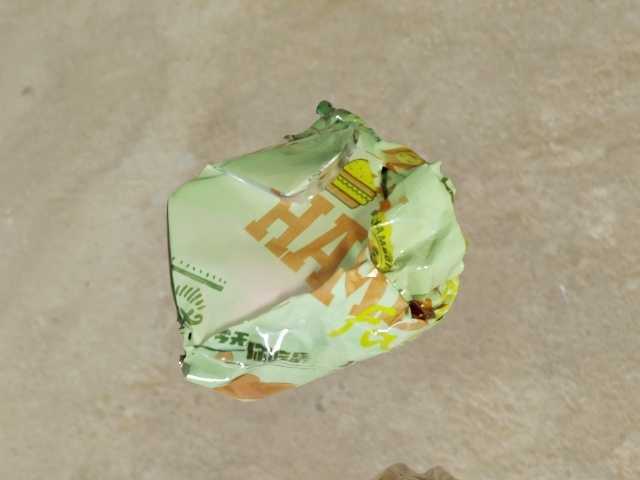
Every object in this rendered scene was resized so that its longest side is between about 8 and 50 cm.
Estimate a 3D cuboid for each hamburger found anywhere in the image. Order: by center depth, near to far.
[{"bbox_3d":[-0.001,-0.003,0.837,0.214,0.125,0.235,-22,39,15],"label":"hamburger"}]

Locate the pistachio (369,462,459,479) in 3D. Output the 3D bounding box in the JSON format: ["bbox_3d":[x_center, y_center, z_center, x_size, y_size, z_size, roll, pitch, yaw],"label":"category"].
[{"bbox_3d":[0.068,0.227,0.707,0.162,0.293,0.181,-5,74,13],"label":"pistachio"}]
